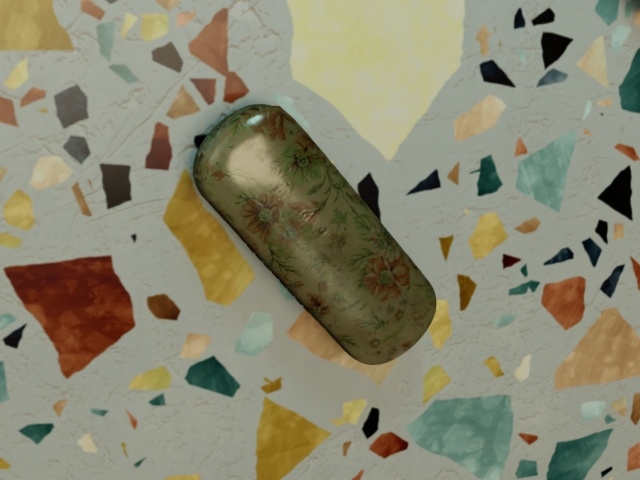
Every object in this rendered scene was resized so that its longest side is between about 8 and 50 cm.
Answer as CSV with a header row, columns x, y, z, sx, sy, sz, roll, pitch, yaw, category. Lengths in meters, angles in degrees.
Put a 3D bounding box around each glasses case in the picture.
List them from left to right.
x,y,z,sx,sy,sz,roll,pitch,yaw,category
0.000,0.000,1.417,0.156,0.098,0.425,-44,116,-6,glasses case
